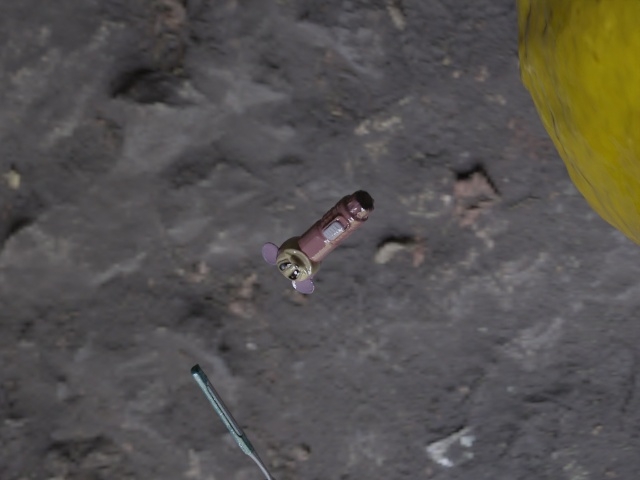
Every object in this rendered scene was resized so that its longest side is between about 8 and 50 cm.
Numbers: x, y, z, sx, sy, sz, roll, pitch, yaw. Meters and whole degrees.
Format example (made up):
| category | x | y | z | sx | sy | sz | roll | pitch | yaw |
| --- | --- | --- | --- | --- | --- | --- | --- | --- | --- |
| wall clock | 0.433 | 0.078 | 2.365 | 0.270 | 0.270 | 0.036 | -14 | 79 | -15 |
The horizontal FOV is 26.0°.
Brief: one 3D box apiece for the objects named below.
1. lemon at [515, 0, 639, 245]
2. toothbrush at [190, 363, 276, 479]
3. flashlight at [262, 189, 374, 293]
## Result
| category | x | y | z | sx | sy | sz | roll | pitch | yaw |
| --- | --- | --- | --- | --- | --- | --- | --- | --- | --- |
| lemon | 0.216 | -0.100 | 0.501 | 0.316 | 0.285 | 0.285 | 43 | 115 | 49 |
| toothbrush | -0.063 | 0.148 | 1.042 | 0.014 | 0.167 | 0.011 | -17 | 41 | 12 |
| flashlight | 0.000 | 0.000 | 1.014 | 0.052 | 0.031 | 0.110 | 45 | 130 | -4 |
